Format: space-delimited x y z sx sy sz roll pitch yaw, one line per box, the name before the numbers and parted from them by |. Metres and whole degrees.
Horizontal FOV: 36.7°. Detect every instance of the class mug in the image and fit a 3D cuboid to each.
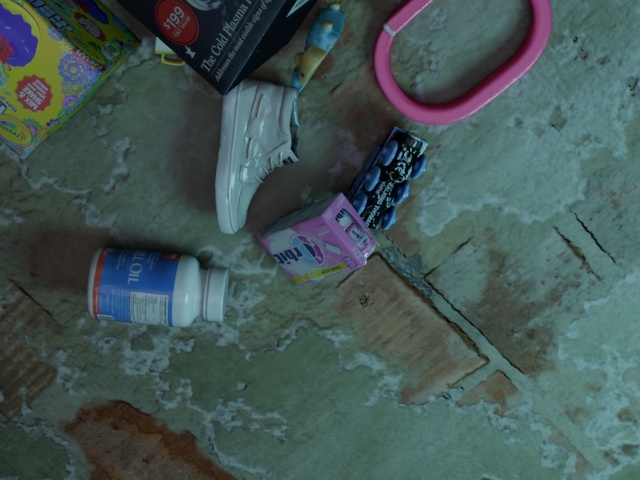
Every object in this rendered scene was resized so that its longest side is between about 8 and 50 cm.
mug | -0.224 -0.316 1.509 0.064 0.078 0.062 6 78 -10

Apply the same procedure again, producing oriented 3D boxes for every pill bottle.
pill bottle | -0.268 0.080 1.616 0.221 0.124 0.124 5 111 -1

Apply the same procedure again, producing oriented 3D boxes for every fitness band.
fitness band | 0.218 -0.309 1.495 0.291 0.054 0.209 -38 105 15

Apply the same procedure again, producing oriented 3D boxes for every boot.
boot | -0.096 -0.127 1.546 0.123 0.095 0.258 7 110 6

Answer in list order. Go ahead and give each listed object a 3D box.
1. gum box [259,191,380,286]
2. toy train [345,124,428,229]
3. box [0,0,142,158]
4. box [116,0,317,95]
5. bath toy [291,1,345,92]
gum box | 0.000 0.000 1.556 0.107 0.062 0.188 51 144 -15
toy train | 0.103 -0.100 1.547 0.080 0.105 0.184 23 110 -16
box | -0.446 -0.307 1.393 0.177 0.279 0.290 -43 105 16
box | -0.125 -0.419 1.199 0.312 0.179 0.343 42 137 0
bath toy | -0.140 -0.370 1.445 0.348 0.151 0.129 34 130 -6
